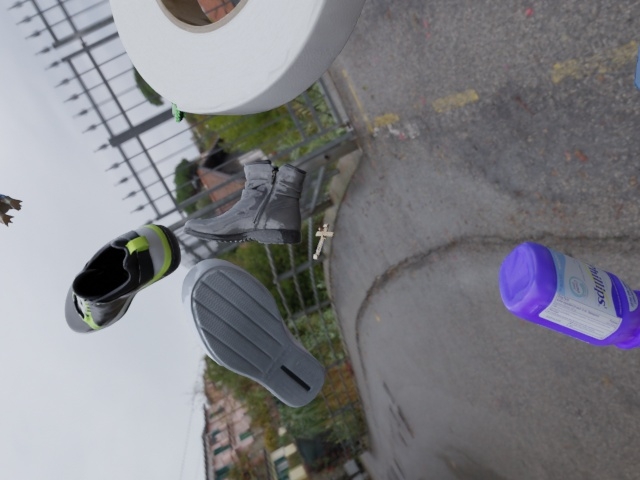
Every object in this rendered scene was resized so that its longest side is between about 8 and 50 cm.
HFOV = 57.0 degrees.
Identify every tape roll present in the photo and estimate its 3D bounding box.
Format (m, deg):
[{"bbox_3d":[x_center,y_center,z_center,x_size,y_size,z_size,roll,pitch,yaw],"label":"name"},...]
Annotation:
[{"bbox_3d":[-0.111,-0.341,0.678,0.072,0.392,0.392,-12,-112,-52],"label":"tape roll"}]

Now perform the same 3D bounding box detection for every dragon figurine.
[{"bbox_3d":[-0.831,-0.107,1.424,0.144,0.085,0.289,14,165,25],"label":"dragon figurine"}]

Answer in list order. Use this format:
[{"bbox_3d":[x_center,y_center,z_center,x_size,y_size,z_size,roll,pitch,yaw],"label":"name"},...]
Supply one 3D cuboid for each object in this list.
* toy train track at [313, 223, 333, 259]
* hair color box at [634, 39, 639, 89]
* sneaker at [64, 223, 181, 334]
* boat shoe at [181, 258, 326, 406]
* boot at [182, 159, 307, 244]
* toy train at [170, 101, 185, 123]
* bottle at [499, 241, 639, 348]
[{"bbox_3d":[0.000,0.000,1.268,0.048,0.083,0.014,2,157,42],"label":"toy train track"},{"bbox_3d":[0.628,-0.254,0.766,0.174,0.347,0.105,-101,-5,-49],"label":"hair color box"},{"bbox_3d":[-0.271,0.048,0.720,0.097,0.235,0.084,-15,-109,-58],"label":"sneaker"},{"bbox_3d":[-0.098,0.127,0.790,0.094,0.109,0.302,27,157,45],"label":"boat shoe"},{"bbox_3d":[-0.202,-0.104,1.594,0.118,0.338,0.222,-4,-85,-83],"label":"boot"},{"bbox_3d":[-0.218,-0.206,0.903,0.023,0.017,0.083,49,160,0],"label":"toy train"},{"bbox_3d":[0.409,0.097,0.885,0.118,0.283,0.092,-82,18,-46],"label":"bottle"}]
